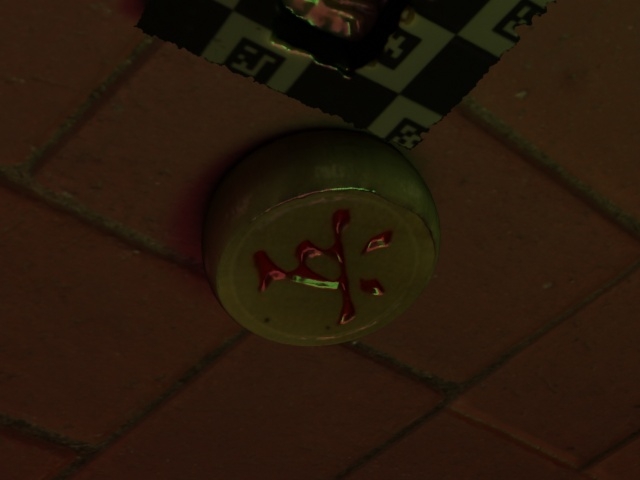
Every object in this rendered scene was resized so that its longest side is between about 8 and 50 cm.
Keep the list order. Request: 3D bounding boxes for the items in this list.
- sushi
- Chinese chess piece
[{"bbox_3d":[0.058,-0.268,0.956,0.296,0.100,0.373,21,138,-21],"label":"sushi"},{"bbox_3d":[0.000,0.000,1.207,0.250,0.103,0.249,-7,135,-7],"label":"Chinese chess piece"}]
